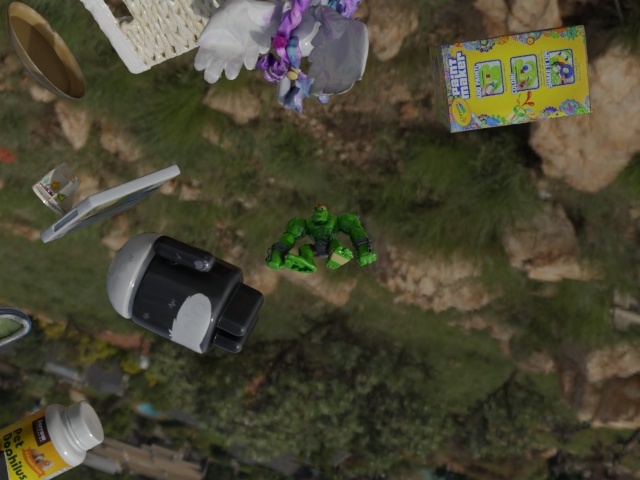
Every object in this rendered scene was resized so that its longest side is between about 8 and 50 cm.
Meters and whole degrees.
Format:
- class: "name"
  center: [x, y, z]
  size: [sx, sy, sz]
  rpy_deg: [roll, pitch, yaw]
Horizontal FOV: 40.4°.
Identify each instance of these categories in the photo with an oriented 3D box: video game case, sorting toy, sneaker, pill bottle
- class: "video game case"
  center: [-0.390, -0.070, 1.617]
  size: [0.193, 0.212, 0.023]
  rpy_deg: [-26, 92, 42]
- class: "sorting toy"
  center: [-0.472, -0.099, 1.569]
  size: [0.045, 0.075, 0.083]
  rpy_deg: [17, 149, 44]
- class: "sneaker"
  center: [-0.592, 0.150, 1.467]
  size: [0.211, 0.080, 0.081]
  rpy_deg: [-13, -170, -35]
- class: "pill bottle"
  center: [-0.498, 0.366, 1.534]
  size: [0.215, 0.117, 0.117]
  rpy_deg: [-27, 142, 0]

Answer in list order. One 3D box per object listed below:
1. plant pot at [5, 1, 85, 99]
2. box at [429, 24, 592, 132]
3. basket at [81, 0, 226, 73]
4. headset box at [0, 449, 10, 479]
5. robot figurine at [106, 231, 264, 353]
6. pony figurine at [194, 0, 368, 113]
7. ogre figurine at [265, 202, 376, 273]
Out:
- class: "plant pot"
  center: [-0.586, -0.394, 1.841]
  size: [0.032, 0.236, 0.236]
  rpy_deg: [-30, 134, 12]
- class: "box"
  center: [0.384, -0.339, 1.819]
  size: [0.279, 0.177, 0.290]
  rpy_deg: [-8, -168, 4]
- class: "basket"
  center: [-0.338, -0.587, 1.798]
  size: [0.266, 0.331, 0.328]
  rpy_deg: [-16, 131, 18]
- class: "headset box"
  center: [-0.520, 0.318, 0.971]
  size: [0.283, 0.246, 0.131]
  rpy_deg: [9, 111, 24]
- class: "robot figurine"
  center: [-0.245, 0.093, 1.562]
  size: [0.278, 0.209, 0.173]
  rpy_deg: [24, -169, 5]
- class: "pony figurine"
  center: [-0.038, -0.391, 1.616]
  size: [0.303, 0.351, 0.363]
  rpy_deg: [14, 162, 8]
- class: "ogre figurine"
  center: [0.000, 0.000, 1.617]
  size: [0.197, 0.118, 0.097]
  rpy_deg: [-19, 134, 22]
